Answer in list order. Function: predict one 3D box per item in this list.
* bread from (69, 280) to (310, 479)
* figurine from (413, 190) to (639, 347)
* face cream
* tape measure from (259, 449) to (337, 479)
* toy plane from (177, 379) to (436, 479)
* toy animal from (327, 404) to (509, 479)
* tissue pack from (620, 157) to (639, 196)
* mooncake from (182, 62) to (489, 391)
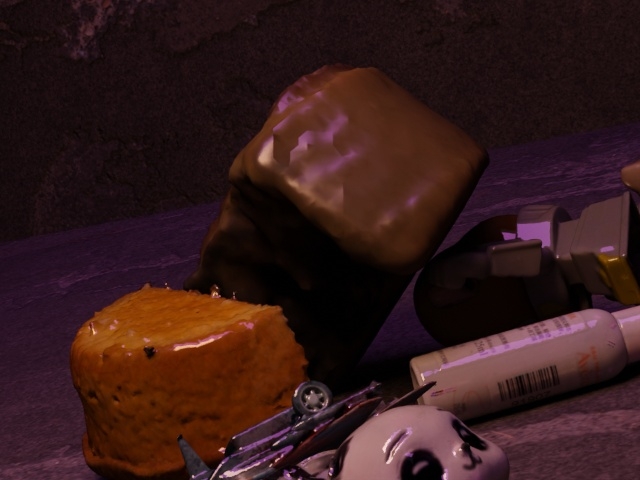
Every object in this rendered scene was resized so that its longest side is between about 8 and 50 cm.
[{"bbox_3d":[-0.166,0.163,1.689,0.179,0.194,0.340,-20,16,-36],"label":"bread"},{"bbox_3d":[0.242,0.046,1.795,0.285,0.167,0.342,-12,-34,22],"label":"figurine"},{"bbox_3d":[0.231,0.126,1.650,0.269,0.082,0.082,-15,10,-3],"label":"face cream"},{"bbox_3d":[-0.013,0.243,1.310,0.178,0.105,0.196,-8,14,35],"label":"tape measure"},{"bbox_3d":[-0.052,0.205,1.450,0.326,0.104,0.223,-11,-24,-19],"label":"toy plane"},{"bbox_3d":[0.079,0.213,1.176,0.138,0.179,0.166,-25,-5,36],"label":"toy animal"},{"bbox_3d":[0.498,-0.060,1.744,0.277,0.267,0.387,-13,12,22],"label":"tissue pack"},{"bbox_3d":[0.000,0.000,1.778,0.394,0.246,0.393,-54,-8,14],"label":"mooncake"}]
